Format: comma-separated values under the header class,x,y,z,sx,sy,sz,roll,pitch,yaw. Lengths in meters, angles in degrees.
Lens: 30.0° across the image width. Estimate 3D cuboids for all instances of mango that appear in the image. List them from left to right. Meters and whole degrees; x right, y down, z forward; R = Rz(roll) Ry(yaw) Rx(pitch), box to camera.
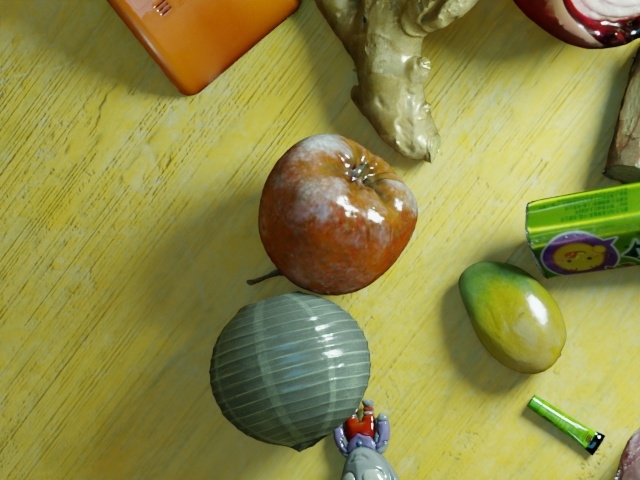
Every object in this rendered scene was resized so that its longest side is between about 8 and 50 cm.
class,x,y,z,sx,sy,sz,roll,pitch,yaw
mango,0.286,0.111,1.796,0.195,0.092,0.130,43,97,19

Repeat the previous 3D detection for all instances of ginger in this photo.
class,x,y,z,sx,sy,sz,roll,pitch,yaw
ginger,0.085,-0.322,1.832,0.363,0.122,0.348,29,118,31

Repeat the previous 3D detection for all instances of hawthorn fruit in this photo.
class,x,y,z,sx,sy,sz,roll,pitch,yaw
hawthorn fruit,0.028,-0.025,1.786,0.231,0.263,0.235,-25,41,-23

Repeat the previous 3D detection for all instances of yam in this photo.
class,x,y,z,sx,sy,sz,roll,pitch,yaw
yam,0.508,-0.191,1.751,0.129,0.128,0.238,16,90,-30

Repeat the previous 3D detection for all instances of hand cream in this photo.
class,x,y,z,sx,sy,sz,roll,pitch,yaw
hand cream,0.369,0.275,1.801,0.122,0.023,0.036,33,82,9

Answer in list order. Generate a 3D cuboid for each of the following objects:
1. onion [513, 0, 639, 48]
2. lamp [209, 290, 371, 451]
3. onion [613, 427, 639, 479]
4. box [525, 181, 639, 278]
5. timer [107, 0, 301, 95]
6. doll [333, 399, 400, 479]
class,x,y,z,sx,sy,sz,roll,pitch,yaw
onion,0.414,-0.444,1.693,0.341,0.341,0.341,-1,87,11
lamp,-0.048,0.198,1.776,0.265,0.233,0.233,-16,84,23
onion,0.574,0.341,1.639,0.349,0.159,0.267,-39,82,27
box,0.477,-0.023,1.701,0.346,0.134,0.097,-9,51,24
timer,-0.197,-0.398,1.905,0.257,0.161,0.250,-39,96,6
doll,0.073,0.359,1.829,0.102,0.075,0.227,-12,73,26
